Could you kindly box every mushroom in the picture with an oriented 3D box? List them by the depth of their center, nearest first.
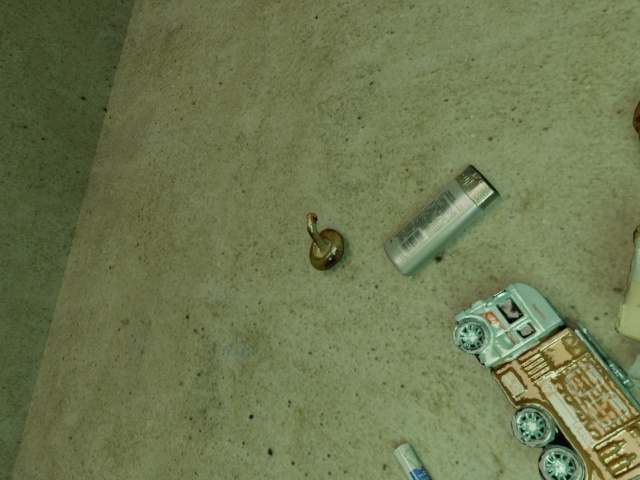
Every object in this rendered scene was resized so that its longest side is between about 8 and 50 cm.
[{"bbox_3d":[0.009,-0.002,1.146,0.088,0.073,0.129,5,112,57],"label":"mushroom"}]

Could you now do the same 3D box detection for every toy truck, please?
[{"bbox_3d":[0.333,0.200,0.748,0.162,0.136,0.305,-40,54,15],"label":"toy truck"}]

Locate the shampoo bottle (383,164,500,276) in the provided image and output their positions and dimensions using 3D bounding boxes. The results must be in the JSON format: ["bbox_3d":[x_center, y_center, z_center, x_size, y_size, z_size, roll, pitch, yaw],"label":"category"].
[{"bbox_3d":[0.220,-0.035,0.988,0.227,0.056,0.086,-45,48,20],"label":"shampoo bottle"}]

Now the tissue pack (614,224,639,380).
[{"bbox_3d":[0.515,0.104,0.575,0.306,0.239,0.238,16,85,43],"label":"tissue pack"}]

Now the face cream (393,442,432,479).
[{"bbox_3d":[0.168,0.403,0.882,0.034,0.034,0.130,-48,48,17],"label":"face cream"}]

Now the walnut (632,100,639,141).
[{"bbox_3d":[0.512,-0.135,0.731,0.116,0.116,0.207,-30,57,30],"label":"walnut"}]
